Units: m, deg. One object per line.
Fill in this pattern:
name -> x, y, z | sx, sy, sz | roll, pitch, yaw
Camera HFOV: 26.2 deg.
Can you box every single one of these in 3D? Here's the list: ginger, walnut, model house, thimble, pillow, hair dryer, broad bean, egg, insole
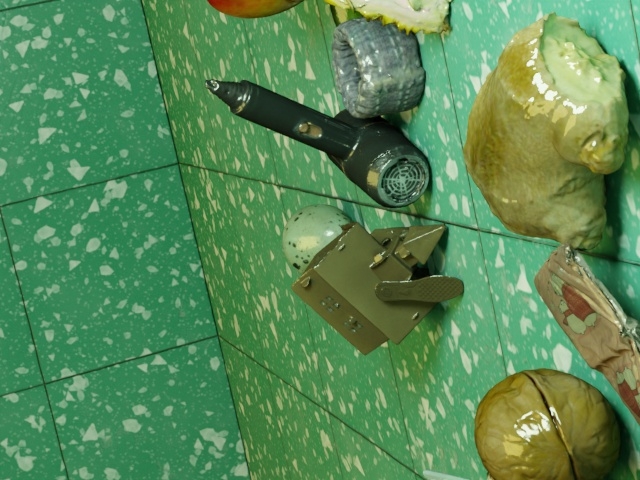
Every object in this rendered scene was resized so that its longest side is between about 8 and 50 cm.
ginger -> 0.256, -0.107, 1.481 | 0.221, 0.130, 0.276 | 24, 135, 55
walnut -> 0.270, 0.234, 1.655 | 0.207, 0.167, 0.167 | -170, 66, -82
model house -> 0.115, 0.028, 2.098 | 0.181, 0.176, 0.248 | 44, 130, -11
thimble -> 0.081, -0.252, 1.990 | 0.150, 0.097, 0.150 | 166, 90, -75
pillow -> 0.327, 0.114, 1.518 | 0.248, 0.049, 0.135 | 54, 167, 16
hair dryer -> -0.014, -0.158, 2.007 | 0.107, 0.352, 0.189 | -63, 32, 13
broad bean -> 0.048, -0.326, 2.124 | 0.061, 0.046, 0.195 | 93, 162, -74
egg -> 0.000, 0.000, 2.430 | 0.164, 0.131, 0.131 | 171, 84, -73
insole -> 0.145, 0.073, 2.033 | 0.002, 0.135, 0.045 | -59, -37, -61

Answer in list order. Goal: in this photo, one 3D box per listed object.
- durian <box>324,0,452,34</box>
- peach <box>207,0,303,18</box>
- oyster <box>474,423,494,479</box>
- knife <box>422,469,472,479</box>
durian -> 0.045, -0.417, 1.807 | 0.185, 0.195, 0.305 | -122, 20, -63
peach -> -0.073, -0.475, 2.065 | 0.249, 0.274, 0.245 | 62, -158, -6
oyster -> 0.269, 0.346, 1.897 | 0.354, 0.107, 0.201 | 52, -148, -85
knife -> 0.268, 0.332, 1.682 | 0.343, 0.027, 0.061 | 11, 143, 40
